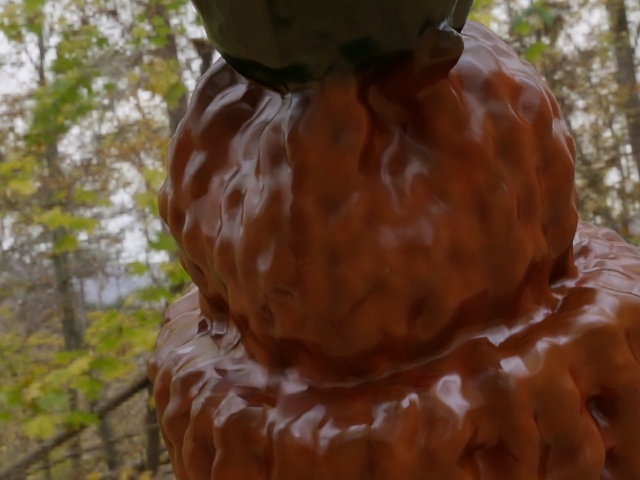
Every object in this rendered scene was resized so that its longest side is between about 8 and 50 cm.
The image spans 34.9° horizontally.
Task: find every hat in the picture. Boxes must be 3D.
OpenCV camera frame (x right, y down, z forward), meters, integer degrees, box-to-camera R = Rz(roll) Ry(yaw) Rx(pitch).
[{"bbox_3d":[0.000,0.000,0.480,0.285,0.400,0.285,-22,24,11],"label":"hat"}]
